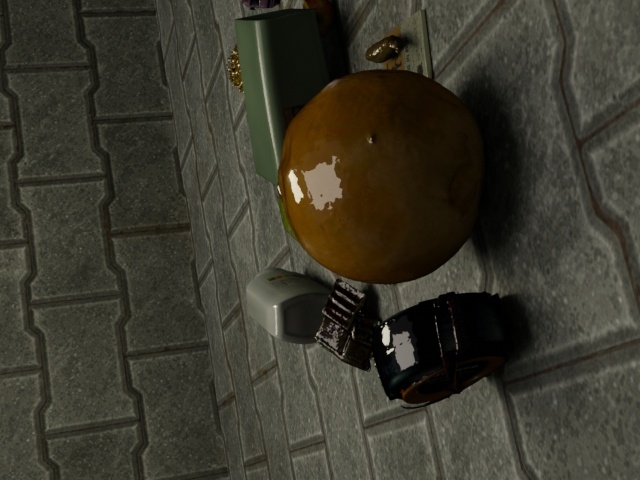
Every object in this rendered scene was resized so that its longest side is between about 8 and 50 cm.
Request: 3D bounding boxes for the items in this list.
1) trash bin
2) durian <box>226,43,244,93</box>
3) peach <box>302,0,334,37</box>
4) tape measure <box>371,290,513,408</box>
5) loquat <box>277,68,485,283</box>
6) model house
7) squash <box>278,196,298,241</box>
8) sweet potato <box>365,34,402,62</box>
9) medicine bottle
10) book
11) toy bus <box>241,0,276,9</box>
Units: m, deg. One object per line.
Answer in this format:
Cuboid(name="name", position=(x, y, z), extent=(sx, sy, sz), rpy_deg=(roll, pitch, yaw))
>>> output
Cuboid(name="trash bin", position=(-0.073, -0.302, 1.902), extent=(0.223, 0.158, 0.343), rpy_deg=(-142, 38, -66))
Cuboid(name="durian", position=(-0.175, -0.455, 2.317), extent=(0.249, 0.138, 0.183), rpy_deg=(-148, 45, -75))
Cuboid(name="peach", position=(-0.002, -0.467, 1.886), extent=(0.098, 0.061, 0.098), rpy_deg=(163, 90, -87))
Cuboid(name="tape measure", position=(0.176, 0.154, 1.330), extent=(0.223, 0.202, 0.135), rpy_deg=(109, 147, -62))
Cuboid(name="loquat", position=(0.088, -0.093, 1.341), extent=(0.328, 0.328, 0.328), rpy_deg=(174, 90, -72))
Cuboid(name="model house", position=(0.067, 0.164, 1.856), extent=(0.165, 0.106, 0.152), rpy_deg=(31, 120, 23))
Cuboid(name="squash", position=(-0.021, -0.013, 2.007), extent=(0.169, 0.093, 0.252), rpy_deg=(-55, 43, 48))
Cuboid(name="sweet potato", position=(0.115, -0.331, 1.572), extent=(0.153, 0.038, 0.041), rpy_deg=(-170, 96, -72))
Cuboid(name="medicine bottle", position=(-0.073, 0.144, 2.108), extent=(0.324, 0.179, 0.124), rpy_deg=(-152, 58, -68))
Cuboid(name="book", position=(0.147, -0.314, 1.562), extent=(0.172, 0.012, 0.118), rpy_deg=(165, 99, -72))
Cuboid(name="toy bus", position=(-0.170, -0.645, 2.277), extent=(0.178, 0.098, 0.087), rpy_deg=(-120, 30, -50))
